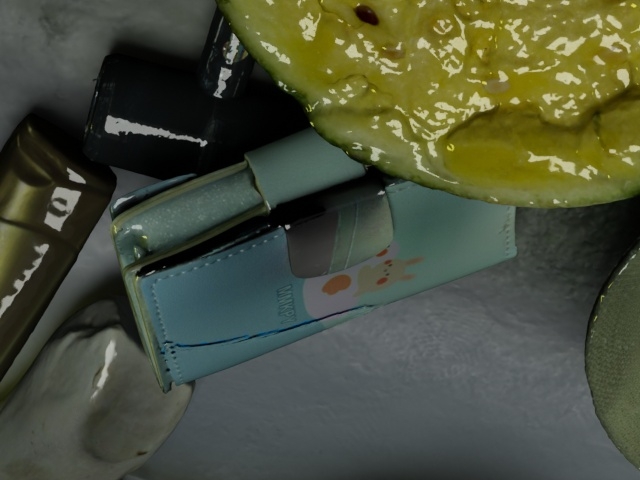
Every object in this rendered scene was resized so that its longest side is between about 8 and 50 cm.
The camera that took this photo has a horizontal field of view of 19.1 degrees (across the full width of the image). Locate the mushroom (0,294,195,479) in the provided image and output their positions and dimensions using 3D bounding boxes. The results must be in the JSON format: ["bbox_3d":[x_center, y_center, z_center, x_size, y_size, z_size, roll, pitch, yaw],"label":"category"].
[{"bbox_3d":[-0.198,0.137,1.336,0.270,0.103,0.118,-33,115,27],"label":"mushroom"}]

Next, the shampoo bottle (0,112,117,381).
[{"bbox_3d":[-0.251,0.079,1.257,0.084,0.125,0.350,28,107,-21],"label":"shampoo bottle"}]

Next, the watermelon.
[{"bbox_3d":[0.104,-0.192,1.048,0.330,0.189,0.331,10,118,19],"label":"watermelon"}]

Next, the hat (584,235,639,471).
[{"bbox_3d":[0.297,0.043,1.232,0.257,0.130,0.257,3,121,4],"label":"hat"}]

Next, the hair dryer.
[{"bbox_3d":[-0.062,-0.132,1.170,0.124,0.071,0.219,16,117,-12],"label":"hair dryer"}]

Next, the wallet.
[{"bbox_3d":[0.000,0.000,1.185,0.250,0.075,0.176,-20,148,-8],"label":"wallet"}]
